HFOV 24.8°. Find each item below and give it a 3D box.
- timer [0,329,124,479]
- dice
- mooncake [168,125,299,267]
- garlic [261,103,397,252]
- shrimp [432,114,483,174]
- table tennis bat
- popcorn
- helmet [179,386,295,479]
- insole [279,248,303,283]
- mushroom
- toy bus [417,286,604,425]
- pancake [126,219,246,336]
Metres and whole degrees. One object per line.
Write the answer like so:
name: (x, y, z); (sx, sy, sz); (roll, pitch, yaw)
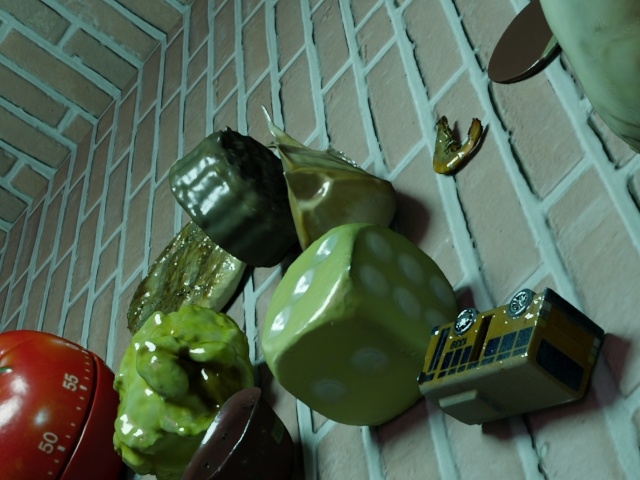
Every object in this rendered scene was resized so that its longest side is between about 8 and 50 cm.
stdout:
timer: (-0.470, 0.333, 2.304); (0.378, 0.279, 0.378); (-43, 26, 27)
dice: (0.045, 0.097, 1.686); (0.169, 0.169, 0.166); (-41, 26, 34)
mooncake: (-0.114, -0.068, 2.206); (0.124, 0.228, 0.228); (-46, 23, 17)
garlic: (0.009, -0.080, 2.009); (0.151, 0.196, 0.338); (-36, 21, 7)
shrimp: (0.181, -0.140, 1.947); (0.091, 0.025, 0.127); (-45, 28, 26)
table tennis bat: (0.302, -0.276, 1.895); (0.154, 0.021, 0.274); (-61, 20, -14)
popcorn: (-0.192, 0.212, 2.021); (0.256, 0.195, 0.255); (-61, 12, -17)
helmet: (-0.089, 0.271, 1.808); (0.155, 0.106, 0.175); (-48, 17, 11)
insole: (0.000, 0.000, 2.160); (0.197, 0.004, 0.065); (-47, 22, 22)
mushroom: (0.384, -0.248, 1.390); (0.336, 0.314, 0.314); (-20, 33, 15)
toy bus: (0.185, 0.123, 1.459); (0.182, 0.091, 0.103); (-24, 37, 51)
pancake: (-0.206, 0.046, 2.460); (0.356, 0.065, 0.356); (-46, 24, 27)
